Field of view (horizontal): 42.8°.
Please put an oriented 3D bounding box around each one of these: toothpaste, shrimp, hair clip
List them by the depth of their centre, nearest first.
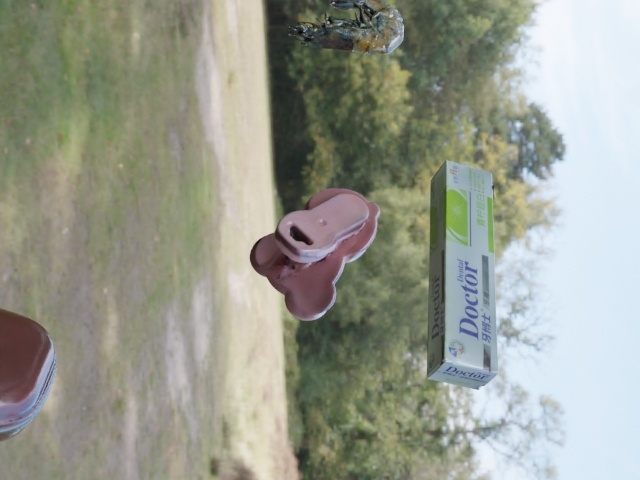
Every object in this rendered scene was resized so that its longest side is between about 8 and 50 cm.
[{"bbox_3d":[-0.002,0.007,0.946,0.123,0.138,0.102,41,-41,17],"label":"hair clip"},{"bbox_3d":[0.036,-0.301,1.140,0.034,0.161,0.091,82,13,-72],"label":"shrimp"},{"bbox_3d":[0.201,0.040,1.153,0.067,0.081,0.336,119,-19,-53],"label":"toothpaste"}]

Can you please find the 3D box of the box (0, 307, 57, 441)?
[{"bbox_3d":[-0.624,0.176,1.283,0.263,0.404,0.108,-94,-153,-60],"label":"box"}]
